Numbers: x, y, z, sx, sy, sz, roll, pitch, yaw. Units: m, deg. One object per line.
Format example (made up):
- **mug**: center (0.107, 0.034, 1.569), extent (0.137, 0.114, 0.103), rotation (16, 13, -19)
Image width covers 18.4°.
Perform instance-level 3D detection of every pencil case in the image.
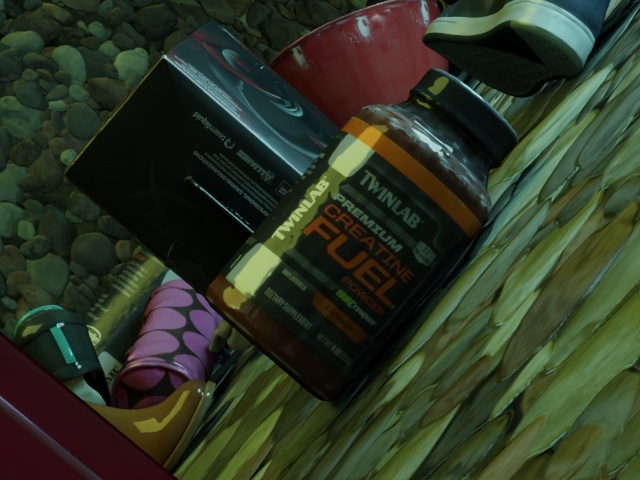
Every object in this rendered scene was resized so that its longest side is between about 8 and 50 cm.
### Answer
- **pencil case**: center (-0.135, 0.114, 1.777), extent (0.098, 0.095, 0.209), rotation (-57, 4, 17)

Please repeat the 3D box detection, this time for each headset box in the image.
- **headset box**: center (-0.046, -0.034, 1.375), extent (0.110, 0.218, 0.293), rotation (-49, 4, 11)

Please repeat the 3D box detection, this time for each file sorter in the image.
- **file sorter**: center (-0.259, 0.234, 1.353), extent (0.291, 0.202, 0.182), rotation (-49, 7, 0)

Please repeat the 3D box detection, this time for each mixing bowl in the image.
- **mixing bowl**: center (0.047, -0.137, 1.800), extent (0.181, 0.098, 0.181), rotation (-22, -13, -5)

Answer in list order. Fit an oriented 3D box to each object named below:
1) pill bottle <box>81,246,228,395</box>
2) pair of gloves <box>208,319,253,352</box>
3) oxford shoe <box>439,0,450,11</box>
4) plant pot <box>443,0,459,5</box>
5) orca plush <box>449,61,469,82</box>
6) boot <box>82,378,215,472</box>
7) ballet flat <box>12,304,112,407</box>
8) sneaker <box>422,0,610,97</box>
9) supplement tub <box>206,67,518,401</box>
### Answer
- **pill bottle**: center (-0.161, 0.088, 1.947), extent (0.246, 0.130, 0.130), rotation (-50, 5, -8)
- **pair of gloves**: center (0.000, 0.000, 1.727), extent (0.240, 0.042, 0.204), rotation (-47, -3, -42)
- **oxford shoe**: center (0.231, -0.344, 1.995), extent (0.146, 0.140, 0.397), rotation (-17, -18, -29)
- **plant pot**: center (0.166, -0.299, 1.793), extent (0.188, 0.187, 0.167), rotation (-44, 19, 44)
- **orca plush**: center (0.063, -0.157, 1.981), extent (0.151, 0.102, 0.287), rotation (-51, 5, -20)
- **boot**: center (-0.193, 0.152, 1.634), extent (0.197, 0.152, 0.073), rotation (-48, 5, 16)
- **ballet flat**: center (-0.218, 0.179, 1.760), extent (0.095, 0.096, 0.280), rotation (-29, -40, -16)
- **sneaker**: center (0.163, -0.191, 1.390), extent (0.163, 0.086, 0.226), rotation (-61, 17, -9)
- **supplement tub**: center (0.029, -0.008, 1.179), extent (0.198, 0.106, 0.106), rotation (-50, 5, -3)
